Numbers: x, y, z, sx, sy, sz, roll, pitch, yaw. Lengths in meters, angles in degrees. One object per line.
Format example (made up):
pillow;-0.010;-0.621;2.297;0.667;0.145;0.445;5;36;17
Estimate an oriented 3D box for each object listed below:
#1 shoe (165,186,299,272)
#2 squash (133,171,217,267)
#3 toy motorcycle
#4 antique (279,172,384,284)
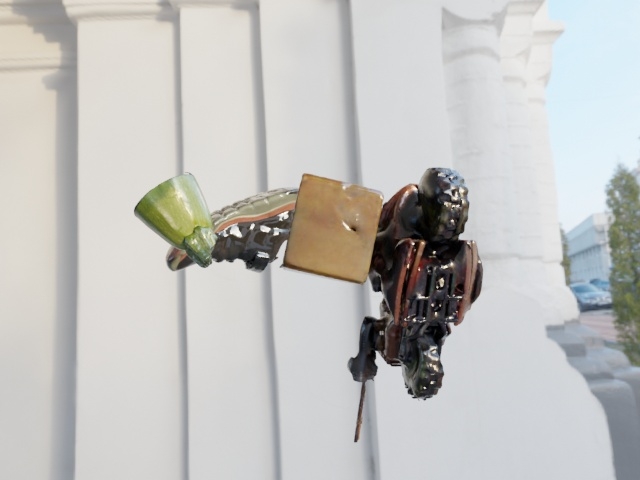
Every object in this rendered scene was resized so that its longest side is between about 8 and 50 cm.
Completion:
shoe;-0.147;0.000;0.891;0.290;0.137;0.114;-24;17;-17
squash;-0.187;-0.017;0.678;0.105;0.132;0.105;-38;-8;-6
toy motorcycle;0.112;0.099;0.626;0.134;0.401;0.207;0;14;-10
antique;0.000;0.000;0.590;0.087;0.094;0.310;12;-5;-3
